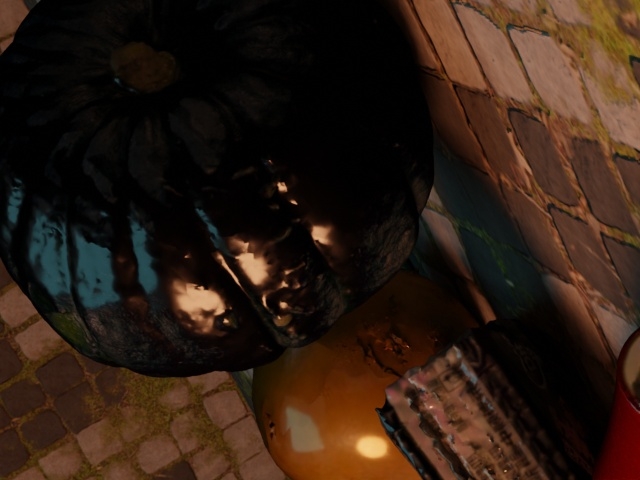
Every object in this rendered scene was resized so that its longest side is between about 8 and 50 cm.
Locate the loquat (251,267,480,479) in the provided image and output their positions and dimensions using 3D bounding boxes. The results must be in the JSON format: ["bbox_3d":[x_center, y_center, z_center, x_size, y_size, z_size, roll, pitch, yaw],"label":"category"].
[{"bbox_3d":[0.051,0.137,1.740,0.235,0.235,0.235,55,169,16],"label":"loquat"}]

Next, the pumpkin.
[{"bbox_3d":[-0.089,-0.070,1.464,0.363,0.363,0.266,50,172,37],"label":"pumpkin"}]

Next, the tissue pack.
[{"bbox_3d":[0.191,0.219,1.512,0.332,0.123,0.245,56,-170,8],"label":"tissue pack"}]

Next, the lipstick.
[{"bbox_3d":[0.233,0.129,1.296,0.080,0.080,0.241,54,169,23],"label":"lipstick"}]

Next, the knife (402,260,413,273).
[{"bbox_3d":[0.092,0.038,1.867,0.212,0.015,0.054,60,162,-3],"label":"knife"}]
